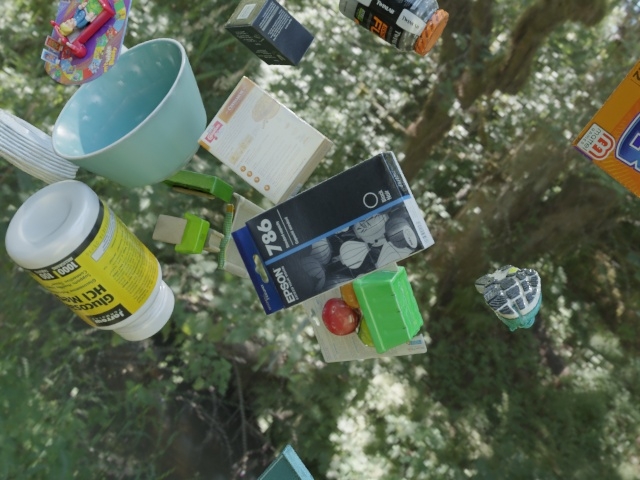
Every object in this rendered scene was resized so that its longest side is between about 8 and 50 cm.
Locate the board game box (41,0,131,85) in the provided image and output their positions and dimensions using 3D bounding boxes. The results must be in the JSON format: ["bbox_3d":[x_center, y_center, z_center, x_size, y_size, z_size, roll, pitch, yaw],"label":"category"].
[{"bbox_3d":[-0.326,-0.296,1.019,0.133,0.169,0.033,4,-12,26],"label":"board game box"}]

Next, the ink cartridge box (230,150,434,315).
[{"bbox_3d":[0.000,0.000,1.208,0.166,0.332,0.065,65,25,2],"label":"ink cartridge box"}]

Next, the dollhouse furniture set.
[{"bbox_3d":[-0.276,-0.036,1.869,0.151,0.198,0.301,11,-9,25],"label":"dollhouse furniture set"}]

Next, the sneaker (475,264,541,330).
[{"bbox_3d":[0.370,0.115,1.405,0.110,0.107,0.275,60,8,-2],"label":"sneaker"}]

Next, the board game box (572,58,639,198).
[{"bbox_3d":[0.783,-0.233,1.462,0.356,0.357,0.356,43,30,17],"label":"board game box"}]

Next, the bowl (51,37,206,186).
[{"bbox_3d":[-0.345,-0.223,1.448,0.163,0.311,0.311,52,-2,-41],"label":"bowl"}]

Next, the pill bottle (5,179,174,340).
[{"bbox_3d":[-0.429,0.054,1.450,0.188,0.188,0.334,47,-7,43],"label":"pill bottle"}]

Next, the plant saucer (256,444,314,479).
[{"bbox_3d":[-0.083,0.391,1.124,0.067,0.192,0.018,50,28,23],"label":"plant saucer"}]

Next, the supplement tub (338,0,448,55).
[{"bbox_3d":[0.140,-0.439,1.424,0.190,0.117,0.117,35,8,10],"label":"supplement tub"}]

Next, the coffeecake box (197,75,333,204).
[{"bbox_3d":[-0.096,-0.171,1.302,0.185,0.142,0.068,39,8,12],"label":"coffeecake box"}]

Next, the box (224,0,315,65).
[{"bbox_3d":[-0.126,-0.512,1.836,0.158,0.093,0.156,37,-8,-34],"label":"box"}]

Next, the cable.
[{"bbox_3d":[-0.697,-0.224,1.783,0.257,0.089,0.257,34,0,16],"label":"cable"}]

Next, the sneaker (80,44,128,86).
[{"bbox_3d":[-0.544,-0.451,1.822,0.305,0.114,0.152,6,-37,54],"label":"sneaker"}]

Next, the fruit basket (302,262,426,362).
[{"bbox_3d":[0.110,0.196,2.180,0.165,0.353,0.327,-36,109,-48],"label":"fruit basket"}]
